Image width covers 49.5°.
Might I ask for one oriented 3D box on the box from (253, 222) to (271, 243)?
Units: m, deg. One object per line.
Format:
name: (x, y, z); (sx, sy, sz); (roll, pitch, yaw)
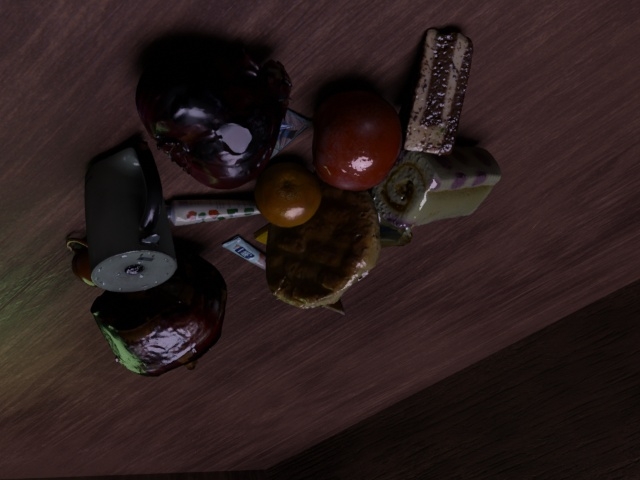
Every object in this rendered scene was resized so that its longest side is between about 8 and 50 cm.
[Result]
box: (-0.100, -0.009, 1.879); (0.087, 0.023, 0.155); (-29, 150, 24)

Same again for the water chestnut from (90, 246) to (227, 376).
water chestnut: (-0.375, 0.197, 1.735); (0.335, 0.335, 0.347); (-23, 124, 9)

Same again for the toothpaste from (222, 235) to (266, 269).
toothpaste: (-0.187, 0.040, 1.904); (0.056, 0.036, 0.205); (-30, 146, 18)

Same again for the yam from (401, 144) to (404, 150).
yam: (0.156, -0.207, 1.640); (0.066, 0.066, 0.299); (14, 138, -45)

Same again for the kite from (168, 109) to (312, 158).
kite: (-0.170, -0.223, 1.478); (0.314, 0.011, 0.335); (-14, 150, -8)

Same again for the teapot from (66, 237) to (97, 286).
teapot: (-0.545, 0.054, 1.656); (0.116, 0.116, 0.173); (-23, 129, 8)

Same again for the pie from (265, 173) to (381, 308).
pie: (0.000, 0.000, 1.643); (0.339, 0.339, 0.083); (-33, 146, 25)

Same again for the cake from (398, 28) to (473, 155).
cake: (0.240, -0.287, 1.417); (0.112, 0.135, 0.246); (8, 137, -8)

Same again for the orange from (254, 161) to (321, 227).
orange: (-0.075, -0.104, 1.596); (0.154, 0.155, 0.134); (-17, 164, -3)

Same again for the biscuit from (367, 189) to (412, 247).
biscuit: (0.127, -0.038, 1.823); (0.335, 0.078, 0.329); (11, 160, -31)

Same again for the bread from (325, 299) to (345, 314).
bread: (0.044, 0.200, 2.299); (0.062, 0.109, 0.043); (-62, 158, -12)

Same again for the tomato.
tomato: (0.077, -0.206, 1.444); (0.184, 0.208, 0.208); (0, 149, -6)

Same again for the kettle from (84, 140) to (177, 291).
kettle: (-0.374, -0.057, 1.389); (0.165, 0.255, 0.240); (8, 144, -35)

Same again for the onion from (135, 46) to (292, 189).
onion: (-0.201, -0.228, 1.252); (0.281, 0.221, 0.281); (-7, 121, -11)

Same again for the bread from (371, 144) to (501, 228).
bread: (0.284, -0.140, 1.676); (0.338, 0.155, 0.187); (-9, 140, -48)

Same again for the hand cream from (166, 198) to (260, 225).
hand cream: (-0.239, -0.072, 1.641); (0.276, 0.095, 0.059); (-5, 105, -20)
